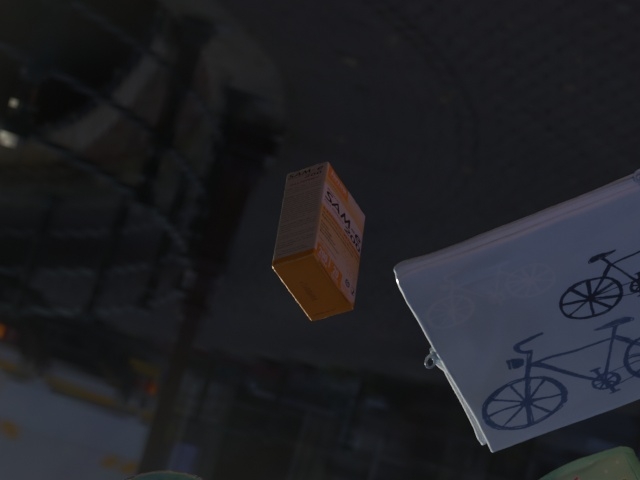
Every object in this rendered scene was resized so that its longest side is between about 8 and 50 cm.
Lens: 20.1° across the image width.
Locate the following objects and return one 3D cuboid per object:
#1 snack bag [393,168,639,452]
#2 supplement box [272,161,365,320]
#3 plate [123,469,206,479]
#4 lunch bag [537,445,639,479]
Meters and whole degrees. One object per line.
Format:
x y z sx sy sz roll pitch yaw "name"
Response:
0.255 0.064 1.755 0.323 0.037 0.342 -22 137 10 "snack bag"
0.000 0.000 1.294 0.036 0.098 0.062 -18 129 23 "supplement box"
-0.162 0.331 1.855 0.188 0.188 0.024 15 161 6 "plate"
0.343 0.416 2.330 0.262 0.223 0.160 -35 143 22 "lunch bag"
